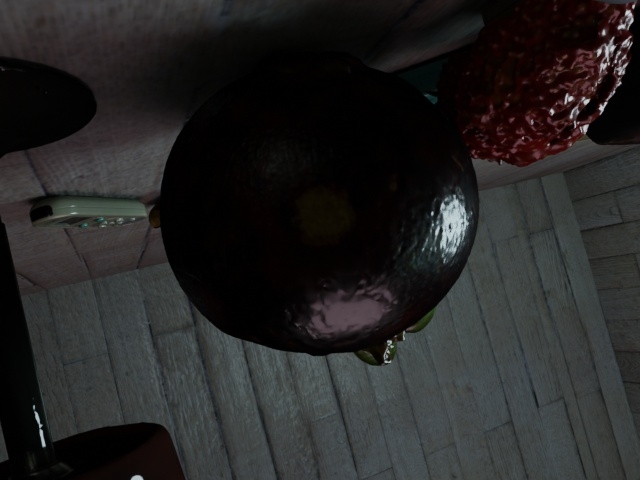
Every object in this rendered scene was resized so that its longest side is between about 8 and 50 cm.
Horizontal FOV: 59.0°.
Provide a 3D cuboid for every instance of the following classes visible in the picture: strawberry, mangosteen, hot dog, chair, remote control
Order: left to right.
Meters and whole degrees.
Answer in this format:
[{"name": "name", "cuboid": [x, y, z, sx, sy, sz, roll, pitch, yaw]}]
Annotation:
[{"name": "chair", "cuboid": [-0.255, 0.085, 0.464, 0.226, 0.401, 0.226, -16, 177, -1]}, {"name": "remote control", "cuboid": [-0.362, -0.045, 0.901, 0.078, 0.042, 0.221, -15, 176, 19]}, {"name": "hot dog", "cuboid": [-0.236, -0.069, 1.005, 0.215, 0.047, 0.066, -16, -147, 36]}, {"name": "mangosteen", "cuboid": [0.000, 0.000, 0.564, 0.305, 0.360, 0.306, -3, -158, 1]}, {"name": "strawberry", "cuboid": [0.218, -0.142, 0.525, 0.174, 0.098, 0.228, 7, 163, -23]}]

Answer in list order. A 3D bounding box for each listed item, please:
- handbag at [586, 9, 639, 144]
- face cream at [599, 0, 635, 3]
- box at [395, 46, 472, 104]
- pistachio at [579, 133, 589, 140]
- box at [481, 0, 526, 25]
[{"name": "handbag", "cuboid": [0.460, -0.203, 0.678, 0.181, 0.182, 0.254, -5, 171, -23]}, {"name": "face cream", "cuboid": [0.176, -0.195, 0.343, 0.095, 0.091, 0.091, -4, 173, -23]}, {"name": "box", "cuboid": [0.150, -0.189, 0.725, 0.229, 0.042, 0.162, -15, 177, 18]}, {"name": "pistachio", "cuboid": [0.395, -0.215, 0.908, 0.185, 0.126, 0.108, -12, 134, 4]}, {"name": "box", "cuboid": [0.208, -0.219, 0.532, 0.079, 0.035, 0.083, -13, 176, -29]}]
